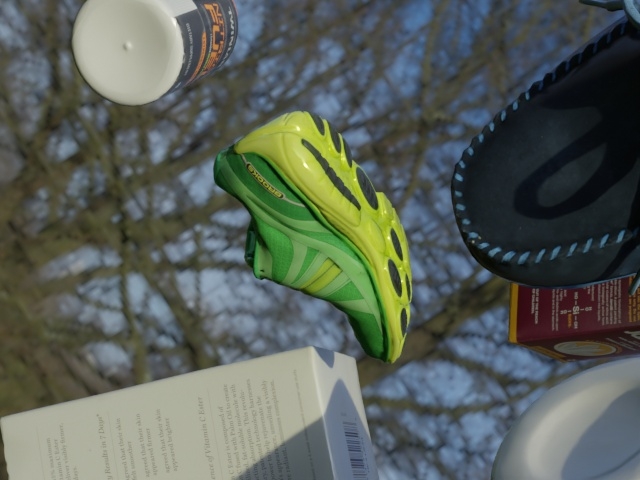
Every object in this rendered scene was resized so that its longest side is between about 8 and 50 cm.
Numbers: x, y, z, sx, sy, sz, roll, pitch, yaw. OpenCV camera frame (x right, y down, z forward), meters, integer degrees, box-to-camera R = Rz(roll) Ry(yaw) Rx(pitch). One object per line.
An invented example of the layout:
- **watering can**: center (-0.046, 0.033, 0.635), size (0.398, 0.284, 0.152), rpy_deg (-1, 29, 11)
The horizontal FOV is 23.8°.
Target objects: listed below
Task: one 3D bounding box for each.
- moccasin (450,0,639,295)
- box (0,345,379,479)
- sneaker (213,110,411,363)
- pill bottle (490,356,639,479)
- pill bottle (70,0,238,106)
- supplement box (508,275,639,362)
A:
- **moccasin**: center (0.198, -0.092, 0.659), size (0.138, 0.342, 0.117), rpy_deg (63, 18, 17)
- **box**: center (-0.125, 0.252, 1.551), size (0.168, 0.345, 0.215), rpy_deg (27, 50, -72)
- **sneaker**: center (0.000, 0.000, 1.360), size (0.109, 0.123, 0.295), rpy_deg (-79, 149, -42)
- **pill bottle**: center (0.287, 0.271, 1.198), size (0.334, 0.188, 0.188), rpy_deg (56, -8, -22)
- **pill bottle**: center (-0.170, -0.233, 1.684), size (0.130, 0.130, 0.246), rpy_deg (58, 22, -6)
- **supplement box**: center (0.295, 0.067, 1.527), size (0.188, 0.081, 0.104), rpy_deg (-11, -23, 41)
